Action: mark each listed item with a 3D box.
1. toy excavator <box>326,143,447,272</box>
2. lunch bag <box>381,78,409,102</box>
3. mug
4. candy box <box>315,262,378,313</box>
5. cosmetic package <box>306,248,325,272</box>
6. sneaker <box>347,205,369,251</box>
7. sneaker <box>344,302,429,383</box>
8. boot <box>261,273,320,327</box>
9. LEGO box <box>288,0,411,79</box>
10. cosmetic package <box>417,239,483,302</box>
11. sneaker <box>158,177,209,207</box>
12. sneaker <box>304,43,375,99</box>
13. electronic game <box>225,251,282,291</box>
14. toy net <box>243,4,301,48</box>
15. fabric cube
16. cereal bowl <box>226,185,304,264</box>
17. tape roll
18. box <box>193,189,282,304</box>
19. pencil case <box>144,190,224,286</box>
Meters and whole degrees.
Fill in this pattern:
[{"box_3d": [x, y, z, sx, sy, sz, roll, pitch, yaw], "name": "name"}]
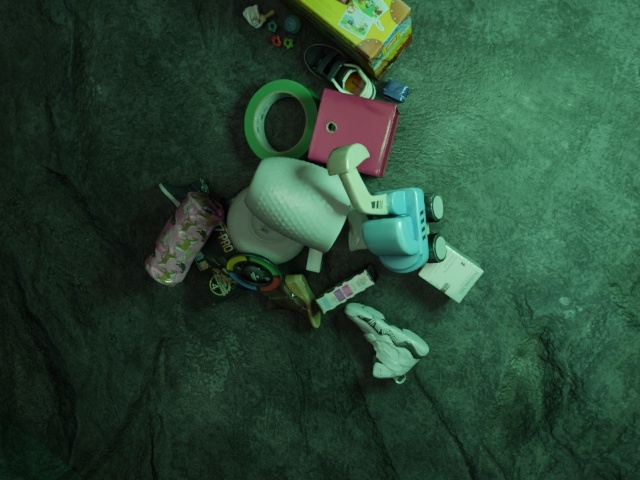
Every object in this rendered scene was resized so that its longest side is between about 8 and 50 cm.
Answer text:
[{"box_3d": [0.212, -0.092, 1.518, 0.223, 0.445, 0.432, -3, 95, 39], "name": "toy excavator"}, {"box_3d": [0.275, -0.553, 1.726, 0.099, 0.067, 0.065, 26, 102, 9], "name": "lunch bag"}, {"box_3d": [-0.078, -0.167, 1.655, 0.328, 0.374, 0.276, 23, 119, -8], "name": "mug"}, {"box_3d": [0.107, 0.185, 1.823, 0.234, 0.159, 0.071, -34, 89, 14], "name": "candy box"}, {"box_3d": [0.000, 0.000, 1.851, 0.061, 0.099, 0.238, 12, 101, 8], "name": "cosmetic package"}, {"box_3d": [0.163, -0.072, 1.820, 0.116, 0.090, 0.231, -2, 107, 6], "name": "sneaker"}, {"box_3d": [0.225, 0.412, 1.840, 0.366, 0.137, 0.210, 30, 100, 3], "name": "sneaker"}, {"box_3d": [-0.123, 0.266, 1.938, 0.207, 0.090, 0.248, -18, 95, 26], "name": "boot"}, {"box_3d": [0.058, -0.804, 1.580, 0.500, 0.372, 0.193, 40, 104, 4], "name": "LEGO box"}, {"box_3d": [0.482, 0.108, 1.734, 0.184, 0.151, 0.151, 35, 103, 5], "name": "cosmetic package"}, {"box_3d": [-0.570, -0.214, 1.953, 0.163, 0.086, 0.226, -44, 59, -11], "name": "sneaker"}, {"box_3d": [0.068, -0.635, 1.731, 0.321, 0.127, 0.126, 36, 105, 7], "name": "sneaker"}, {"box_3d": [-0.259, 0.125, 1.802, 0.230, 0.048, 0.229, 9, 139, 8], "name": "electronic game"}, {"box_3d": [-0.194, -0.835, 1.803, 0.232, 0.045, 0.122, 23, 120, 11], "name": "toy net"}, {"box_3d": [0.128, -0.380, 1.685, 0.259, 0.259, 0.253, 16, 100, 9], "name": "fabric cube"}, {"box_3d": [-0.196, -0.070, 1.802, 0.340, 0.141, 0.338, 0, 88, -10], "name": "cereal bowl"}, {"box_3d": [-0.141, -0.452, 1.794, 0.322, 0.077, 0.320, 3, 97, 24], "name": "tape roll"}, {"box_3d": [-0.382, 0.031, 1.939, 0.319, 0.097, 0.394, -24, 92, 11], "name": "box"}, {"box_3d": [-0.541, -0.004, 1.839, 0.386, 0.160, 0.167, -53, 52, 13], "name": "pencil case"}]
